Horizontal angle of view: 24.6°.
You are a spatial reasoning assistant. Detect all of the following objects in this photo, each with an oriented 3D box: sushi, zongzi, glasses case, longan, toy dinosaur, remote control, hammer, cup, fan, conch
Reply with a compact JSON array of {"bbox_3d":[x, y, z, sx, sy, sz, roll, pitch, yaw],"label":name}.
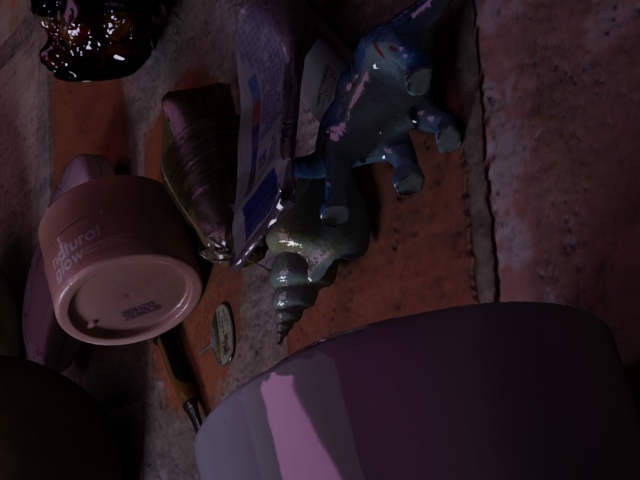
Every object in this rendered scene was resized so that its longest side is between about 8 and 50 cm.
[{"bbox_3d":[-0.239,-0.250,1.564,0.172,0.153,0.150,-134,39,-67],"label":"sushi"},{"bbox_3d":[-0.100,-0.023,1.369,0.184,0.084,0.187,109,147,-57],"label":"zongzi"},{"bbox_3d":[-0.295,0.031,1.728,0.297,0.075,0.113,-66,32,34],"label":"glasses case"},{"bbox_3d":[-0.358,0.289,1.636,0.288,0.288,0.350,-136,43,-56],"label":"longan"},{"bbox_3d":[0.048,-0.097,1.078,0.329,0.076,0.144,-52,38,36],"label":"toy dinosaur"},{"bbox_3d":[-0.014,-0.166,1.260,0.261,0.029,0.067,-125,45,-53],"label":"remote control"},{"bbox_3d":[-0.130,0.155,1.456,0.078,0.021,0.201,-65,35,36],"label":"hammer"},{"bbox_3d":[0.090,0.231,0.786,0.253,0.253,0.371,-52,47,48],"label":"cup"},{"bbox_3d":[-0.098,0.101,1.418,0.080,0.003,0.060,-67,33,33],"label":"fan"},{"bbox_3d":[-0.007,-0.002,1.183,0.088,0.065,0.180,-11,62,64],"label":"conch"}]

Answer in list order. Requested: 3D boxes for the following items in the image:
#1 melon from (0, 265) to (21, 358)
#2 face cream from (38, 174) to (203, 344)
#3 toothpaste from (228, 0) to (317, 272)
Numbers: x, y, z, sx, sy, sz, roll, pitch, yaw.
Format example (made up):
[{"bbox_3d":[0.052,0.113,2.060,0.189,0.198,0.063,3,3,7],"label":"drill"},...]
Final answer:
[{"bbox_3d":[-0.533,0.121,1.996,0.308,0.272,0.272,-117,39,-52],"label":"melon"},{"bbox_3d":[-0.199,0.021,1.464,0.149,0.149,0.104,-60,38,41],"label":"face cream"},{"bbox_3d":[-0.038,-0.118,1.157,0.099,0.068,0.282,82,-173,-56],"label":"toothpaste"}]
